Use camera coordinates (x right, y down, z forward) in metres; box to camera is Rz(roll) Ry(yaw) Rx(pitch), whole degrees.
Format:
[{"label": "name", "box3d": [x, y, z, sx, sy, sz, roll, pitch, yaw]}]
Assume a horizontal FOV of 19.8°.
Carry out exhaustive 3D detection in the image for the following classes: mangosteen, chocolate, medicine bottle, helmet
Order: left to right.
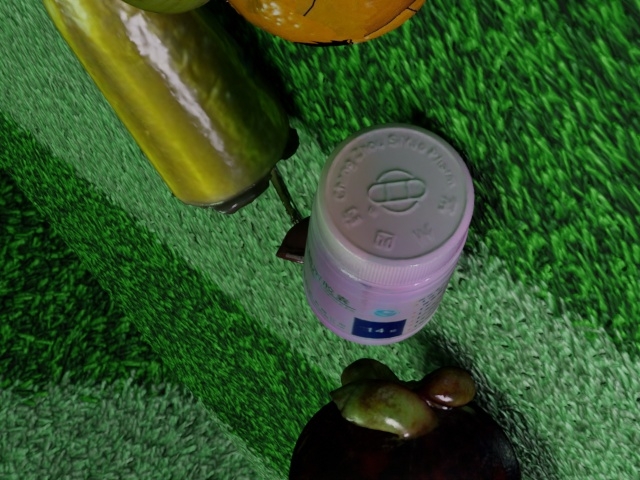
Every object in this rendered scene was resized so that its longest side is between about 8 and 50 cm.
[{"label": "chocolate", "box3d": [-0.190, -0.225, 1.891, 0.162, 0.162, 0.445, 30, 160, 50]}, {"label": "helmet", "box3d": [0.000, 0.000, 2.143, 0.089, 0.057, 0.111, 17, 173, -28]}, {"label": "medicine bottle", "box3d": [0.062, -0.002, 1.793, 0.152, 0.152, 0.254, 46, 165, 12]}, {"label": "mangosteen", "box3d": [0.100, 0.274, 2.150, 0.288, 0.288, 0.288, 44, 164, 17]}]

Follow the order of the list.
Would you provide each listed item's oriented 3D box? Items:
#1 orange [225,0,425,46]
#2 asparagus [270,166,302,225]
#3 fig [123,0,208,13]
[{"label": "orange", "box3d": [-0.009, -0.252, 1.380, 0.234, 0.182, 0.234, 31, 153, 18]}, {"label": "asparagus", "box3d": [-0.044, -0.052, 2.215, 0.015, 0.014, 0.114, 57, 176, 49]}, {"label": "fig", "box3d": [-0.138, -0.296, 1.718, 0.186, 0.148, 0.142, -32, 83, 40]}]
